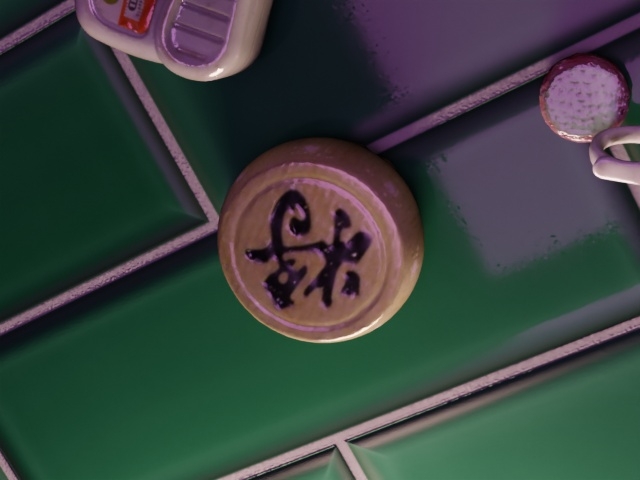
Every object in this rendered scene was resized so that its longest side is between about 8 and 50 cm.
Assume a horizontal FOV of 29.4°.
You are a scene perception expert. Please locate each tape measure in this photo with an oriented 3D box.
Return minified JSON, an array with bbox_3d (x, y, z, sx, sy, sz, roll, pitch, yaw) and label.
[{"bbox_3d":[-0.151,-0.331,1.415,0.265,0.130,0.258,22,111,13],"label":"tape measure"}]

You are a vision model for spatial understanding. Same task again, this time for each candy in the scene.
[{"bbox_3d":[0.301,-0.163,1.391,0.103,0.043,0.103,4,110,12],"label":"candy"}]

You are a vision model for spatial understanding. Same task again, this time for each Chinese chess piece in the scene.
[{"bbox_3d":[0.000,0.000,1.501,0.257,0.104,0.257,5,109,14],"label":"Chinese chess piece"}]

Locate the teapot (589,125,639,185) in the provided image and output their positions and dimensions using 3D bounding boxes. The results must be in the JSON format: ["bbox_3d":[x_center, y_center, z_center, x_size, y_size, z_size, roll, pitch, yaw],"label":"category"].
[{"bbox_3d":[0.444,-0.081,1.315,0.298,0.139,0.204,9,128,23],"label":"teapot"}]
